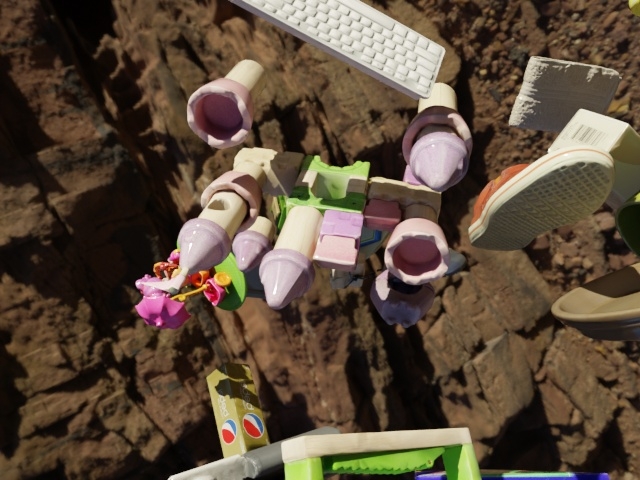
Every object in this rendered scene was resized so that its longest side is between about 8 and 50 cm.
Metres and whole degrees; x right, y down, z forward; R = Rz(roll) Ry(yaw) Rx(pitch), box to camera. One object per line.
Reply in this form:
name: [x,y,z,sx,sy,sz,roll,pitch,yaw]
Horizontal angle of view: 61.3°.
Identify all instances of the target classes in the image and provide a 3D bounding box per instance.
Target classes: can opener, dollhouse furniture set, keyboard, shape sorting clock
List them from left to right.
dollhouse furniture set: [-0.193,-0.006,1.424,0.151,0.197,0.301,-111,34,-58]
can opener: [-0.090,0.314,0.732,0.093,0.280,0.074,-4,90,54]
keyboard: [-0.010,-0.205,0.471,0.256,0.072,0.014,26,154,-6]
shape sorting clock: [0.089,-0.041,1.157,0.040,0.206,0.206,31,-177,-36]

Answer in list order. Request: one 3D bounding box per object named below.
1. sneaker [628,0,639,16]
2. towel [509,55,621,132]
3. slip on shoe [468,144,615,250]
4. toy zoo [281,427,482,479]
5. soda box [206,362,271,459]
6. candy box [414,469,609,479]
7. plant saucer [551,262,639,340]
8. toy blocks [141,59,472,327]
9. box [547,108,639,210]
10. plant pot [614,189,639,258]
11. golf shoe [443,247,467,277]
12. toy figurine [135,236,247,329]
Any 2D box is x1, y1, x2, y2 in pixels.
sneaker: [0.474,-0.280,0.650,0.208,0.081,0.094,23,105,51]
towel: [0.648,-0.374,1.426,0.049,0.282,0.187,-113,29,-57]
slip on shoe: [0.286,-0.065,0.748,0.331,0.123,0.101,92,-174,-77]
toy zoo: [0.072,0.286,0.372,0.030,0.192,0.293,-34,54,42]
soda box: [-0.143,0.309,0.950,0.058,0.061,0.181,-43,51,26]
candy box: [0.289,0.432,0.866,0.317,0.268,0.122,69,-161,-65]
plant saucer: [0.399,0.050,0.589,0.041,0.278,0.278,70,161,5]
toy blocks: [0.000,0.000,0.584,0.260,0.288,0.309,-74,-9,-52]
box: [0.690,-0.159,1.244,0.311,0.121,0.148,27,-166,-32]
plant pot: [0.747,-0.077,0.964,0.275,0.293,0.275,43,177,3]
golf shoe: [0.242,0.030,1.221,0.186,0.067,0.086,12,146,49]
toy figurine: [-0.237,0.075,0.894,0.173,0.159,0.130,42,130,16]
